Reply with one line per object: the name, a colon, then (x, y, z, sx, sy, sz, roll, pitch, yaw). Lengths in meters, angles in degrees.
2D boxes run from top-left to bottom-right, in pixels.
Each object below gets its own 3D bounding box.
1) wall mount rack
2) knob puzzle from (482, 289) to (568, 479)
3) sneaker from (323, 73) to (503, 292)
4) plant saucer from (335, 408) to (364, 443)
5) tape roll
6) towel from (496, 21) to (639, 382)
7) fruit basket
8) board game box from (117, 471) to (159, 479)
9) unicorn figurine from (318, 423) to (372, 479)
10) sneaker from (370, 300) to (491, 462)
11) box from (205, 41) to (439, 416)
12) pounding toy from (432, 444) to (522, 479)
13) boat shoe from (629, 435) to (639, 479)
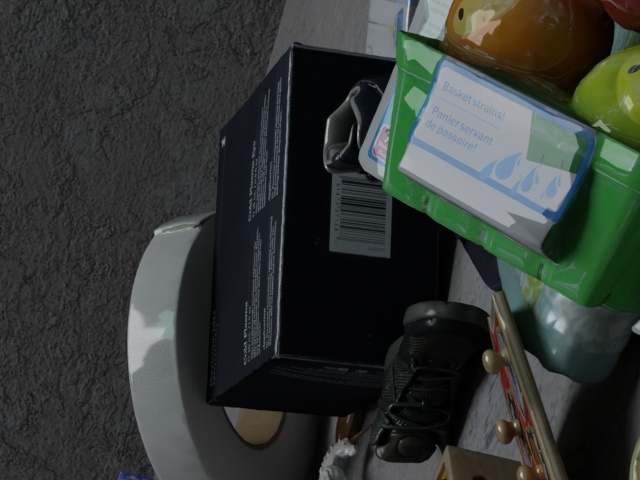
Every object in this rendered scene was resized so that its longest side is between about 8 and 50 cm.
wall mount rack: (0.065, -0.288, 2.329, 0.304, 0.130, 0.350, -152, 64, -64)
knob puzzle: (0.150, 0.148, 1.429, 0.213, 0.030, 0.213, 163, 90, -89)
sneaker: (0.092, -0.047, 1.692, 0.086, 0.163, 0.226, -37, 68, 54)
plant saucer: (0.037, 0.207, 2.242, 0.083, 0.015, 0.083, -166, 90, -79)
tape roll: (-0.112, 0.154, 2.315, 0.392, 0.072, 0.392, 34, -128, -58)
towel: (0.218, -0.109, 1.467, 0.374, 0.090, 0.321, -99, 24, -65)
fruit basket: (0.185, -0.146, 1.206, 0.327, 0.165, 0.353, 33, 112, 37)
board game box: (-0.161, 0.436, 2.410, 0.291, 0.232, 0.141, -114, 40, -73)
unicorn figurine: (0.020, 0.285, 2.101, 0.111, 0.060, 0.162, -152, 76, -79)
sneaker: (0.104, 0.137, 1.781, 0.227, 0.087, 0.130, 119, 160, -65)
box: (0.000, 0.000, 2.097, 0.312, 0.178, 0.343, 143, 131, -68)
pounding toy: (0.114, 0.246, 1.531, 0.141, 0.100, 0.130, -93, 19, -58)
boat shoe: (0.233, 0.123, 1.184, 0.048, 0.056, 0.153, 122, 167, -70)
